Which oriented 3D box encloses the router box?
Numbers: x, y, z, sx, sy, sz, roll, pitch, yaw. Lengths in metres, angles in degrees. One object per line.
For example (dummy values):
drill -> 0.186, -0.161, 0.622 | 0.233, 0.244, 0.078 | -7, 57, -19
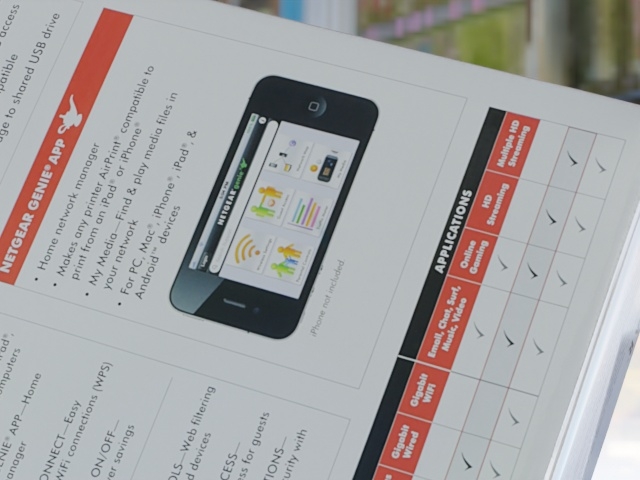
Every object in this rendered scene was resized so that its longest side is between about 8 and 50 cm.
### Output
router box -> -0.071, 0.080, 0.659 | 0.301, 0.335, 0.082 | 16, 161, 17
